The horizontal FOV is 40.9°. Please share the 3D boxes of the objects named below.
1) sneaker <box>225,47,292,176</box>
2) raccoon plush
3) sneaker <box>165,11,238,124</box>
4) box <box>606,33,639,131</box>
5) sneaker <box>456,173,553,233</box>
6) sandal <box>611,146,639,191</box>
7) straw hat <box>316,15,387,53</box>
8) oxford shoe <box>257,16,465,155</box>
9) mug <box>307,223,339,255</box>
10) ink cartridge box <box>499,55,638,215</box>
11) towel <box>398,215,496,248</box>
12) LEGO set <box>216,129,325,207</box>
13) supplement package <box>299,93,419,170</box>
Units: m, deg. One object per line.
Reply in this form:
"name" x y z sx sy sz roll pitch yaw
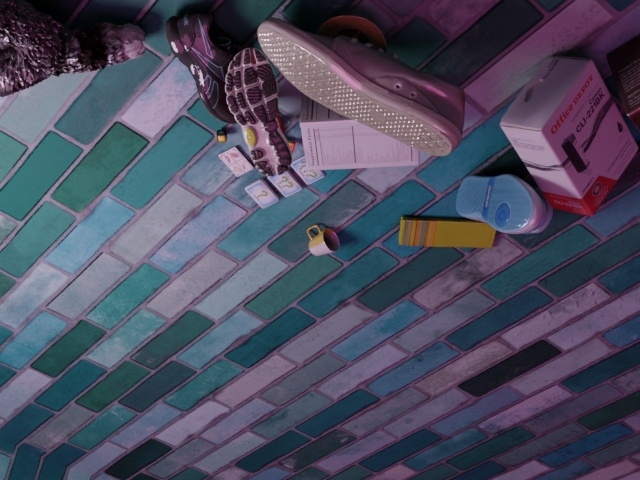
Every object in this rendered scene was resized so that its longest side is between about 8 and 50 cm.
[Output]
"sneaker" -0.133 -0.270 1.785 0.107 0.118 0.279 -12 119 -1
"raccoon plush" -0.594 -0.467 1.658 0.446 0.216 0.299 -20 123 -17
"sneaker" -0.212 -0.349 1.754 0.106 0.101 0.267 -17 133 17
"box" 0.690 -0.298 1.673 0.168 0.203 0.167 -32 126 31
"sneaker" 0.457 -0.071 1.896 0.208 0.319 0.127 12 99 -19
"sandal" 0.709 -0.176 1.915 0.254 0.054 0.097 -16 126 32
"straw hat" 0.065 -0.401 1.709 0.144 0.061 0.144 7 131 8
"oxford shoe" 0.085 -0.317 1.662 0.449 0.130 0.169 28 163 7
"mug" 0.003 0.002 2.143 0.064 0.078 0.062 -25 162 37
"ink cartridge box" 0.515 -0.214 1.764 0.114 0.197 0.273 20 158 52
"towel" 0.313 -0.020 2.119 0.237 0.021 0.102 2 141 0
"LEGO set" -0.128 -0.177 1.958 0.182 0.060 0.244 -25 129 21
"supplement package" 0.085 -0.245 1.816 0.244 0.134 0.139 -2 136 5
